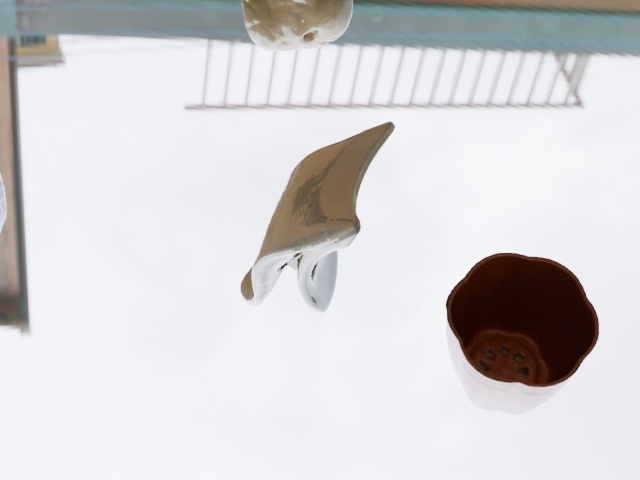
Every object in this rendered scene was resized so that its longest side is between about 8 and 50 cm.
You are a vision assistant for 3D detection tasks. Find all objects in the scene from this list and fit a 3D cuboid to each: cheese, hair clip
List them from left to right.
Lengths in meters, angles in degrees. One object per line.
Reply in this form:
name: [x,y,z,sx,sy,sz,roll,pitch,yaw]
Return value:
cheese: [-0.054,-0.423,2.185,0.117,0.218,0.235,-11,-137,-47]
hair clip: [-0.016,-0.010,1.478,0.113,0.282,0.172,20,-128,0]

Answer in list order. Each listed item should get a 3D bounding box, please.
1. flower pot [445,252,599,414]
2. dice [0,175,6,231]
flower pot: [0.247,0.137,1.629,0.191,0.173,0.190,0,-121,-1]
dice: [-0.516,-0.069,1.349,0.270,0.270,0.271,-36,-110,-23]
